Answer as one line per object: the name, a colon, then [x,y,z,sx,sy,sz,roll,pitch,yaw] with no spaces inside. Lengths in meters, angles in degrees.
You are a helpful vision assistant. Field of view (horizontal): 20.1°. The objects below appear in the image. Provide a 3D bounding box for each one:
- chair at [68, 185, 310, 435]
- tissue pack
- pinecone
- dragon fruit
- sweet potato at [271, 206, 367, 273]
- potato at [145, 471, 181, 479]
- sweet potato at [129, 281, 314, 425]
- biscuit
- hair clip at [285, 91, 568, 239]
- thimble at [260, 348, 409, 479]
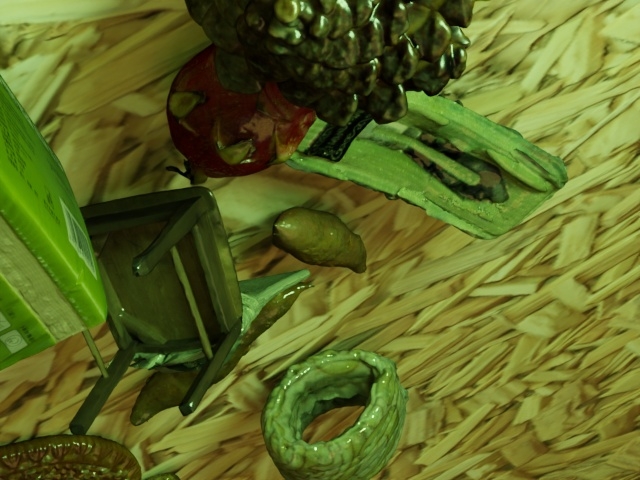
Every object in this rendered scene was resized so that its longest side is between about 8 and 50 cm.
chair: [-0.142,0.037,1.728,0.160,0.186,0.319,-11,-159,24]
tissue pack: [-0.304,-0.038,1.459,0.167,0.200,0.274,-25,151,1]
pinecone: [0.019,-0.200,1.419,0.201,0.229,0.202,-47,-177,-29]
dragon fruit: [-0.082,-0.103,1.602,0.125,0.125,0.246,23,157,-12]
sweet potato: [0.000,0.000,1.877,0.068,0.060,0.206,5,168,34]
potato: [-0.205,0.317,2.265,0.051,0.040,0.083,29,132,-27]
sweet potato: [-0.115,0.122,1.988,0.274,0.067,0.067,-39,147,26]
biscuit: [-0.358,0.324,2.174,0.305,0.038,0.305,-17,150,-10]
hair clip: [0.094,-0.098,1.749,0.321,0.091,0.138,22,128,-38]
thimble: [0.023,0.213,2.154,0.190,0.137,0.143,-31,152,-8]
